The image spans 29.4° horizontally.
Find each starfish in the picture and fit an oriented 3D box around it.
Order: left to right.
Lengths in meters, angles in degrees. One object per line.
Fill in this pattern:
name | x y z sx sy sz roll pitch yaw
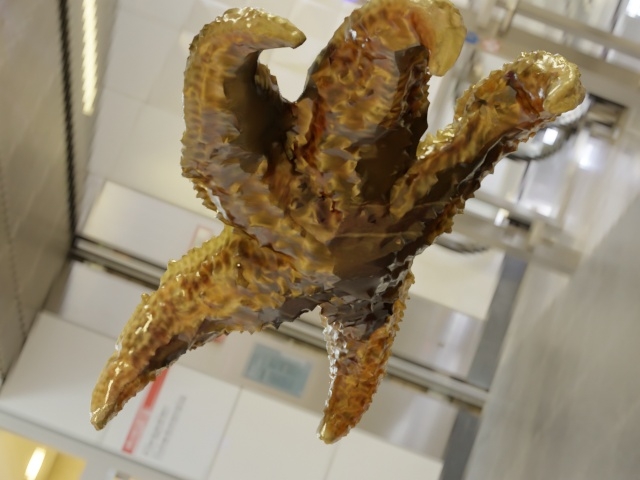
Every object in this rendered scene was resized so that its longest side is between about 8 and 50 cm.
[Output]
starfish | 0.000 -0.001 0.483 0.071 0.216 0.238 -105 0 -45
